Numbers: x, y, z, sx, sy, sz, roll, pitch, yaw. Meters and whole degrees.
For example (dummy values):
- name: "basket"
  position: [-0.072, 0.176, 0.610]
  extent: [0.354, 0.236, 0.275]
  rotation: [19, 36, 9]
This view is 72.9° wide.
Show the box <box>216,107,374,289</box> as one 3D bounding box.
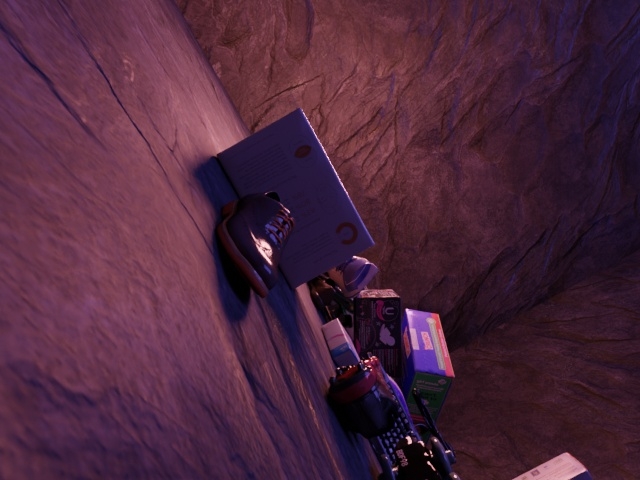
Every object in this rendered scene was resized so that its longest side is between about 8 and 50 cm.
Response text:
- name: "box"
  position: [-0.055, -0.095, 1.028]
  extent: [0.346, 0.214, 0.168]
  rotation: [61, 1, -6]

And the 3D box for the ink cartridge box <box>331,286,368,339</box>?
- name: "ink cartridge box"
  position: [0.097, 0.187, 1.873]
  extent: [0.395, 0.166, 0.285]
  rotation: [60, 2, -11]

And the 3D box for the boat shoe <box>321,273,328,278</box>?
- name: "boat shoe"
  position: [0.008, 0.109, 1.673]
  extent: [0.178, 0.060, 0.064]
  rotation: [41, -8, -23]

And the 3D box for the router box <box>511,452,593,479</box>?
- name: "router box"
  position: [0.398, 0.615, 0.790]
  extent: [0.301, 0.335, 0.082]
  rotation: [62, 1, 6]

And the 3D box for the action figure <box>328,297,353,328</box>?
- name: "action figure"
  position: [0.075, 0.272, 1.537]
  extent: [0.137, 0.063, 0.232]
  rotation: [60, -2, 21]

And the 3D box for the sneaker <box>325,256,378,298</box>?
- name: "sneaker"
  position: [0.047, 0.074, 1.406]
  extent: [0.182, 0.127, 0.315]
  rotation: [42, -7, -12]

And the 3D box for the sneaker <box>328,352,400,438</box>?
- name: "sneaker"
  position: [0.087, 0.295, 0.825]
  extent: [0.135, 0.097, 0.276]
  rotation: [61, 3, 11]

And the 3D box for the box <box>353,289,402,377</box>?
- name: "box"
  position: [0.177, 0.287, 1.364]
  extent: [0.163, 0.141, 0.248]
  rotation: [-66, 156, -88]

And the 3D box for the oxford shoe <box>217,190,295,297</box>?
- name: "oxford shoe"
  position: [-0.087, -0.015, 0.642]
  extent: [0.097, 0.098, 0.271]
  rotation: [60, 2, -30]

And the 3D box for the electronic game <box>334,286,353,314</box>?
- name: "electronic game"
  position: [0.079, 0.219, 1.617]
  extent: [0.229, 0.048, 0.229]
  rotation: [35, -13, 9]

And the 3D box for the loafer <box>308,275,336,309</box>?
- name: "loafer"
  position: [0.014, 0.154, 1.347]
  extent: [0.080, 0.078, 0.220]
  rotation: [60, 1, -12]

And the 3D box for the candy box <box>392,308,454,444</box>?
- name: "candy box"
  position: [0.305, 0.427, 1.375]
  extent: [0.268, 0.122, 0.318]
  rotation: [-81, 177, -58]

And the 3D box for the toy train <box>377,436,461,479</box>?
- name: "toy train"
  position: [0.191, 0.465, 0.676]
  extent: [0.334, 0.142, 0.191]
  rotation: [-121, -166, -78]

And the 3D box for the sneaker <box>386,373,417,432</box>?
- name: "sneaker"
  position: [0.176, 0.440, 0.998]
  extent: [0.294, 0.102, 0.146]
  rotation: [61, 2, -4]

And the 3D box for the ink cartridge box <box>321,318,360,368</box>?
- name: "ink cartridge box"
  position: [0.054, 0.268, 1.078]
  extent: [0.089, 0.052, 0.122]
  rotation: [60, 1, -31]

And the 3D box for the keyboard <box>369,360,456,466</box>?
- name: "keyboard"
  position: [0.190, 0.412, 0.943]
  extent: [0.033, 0.201, 0.317]
  rotation: [-52, -124, 42]
